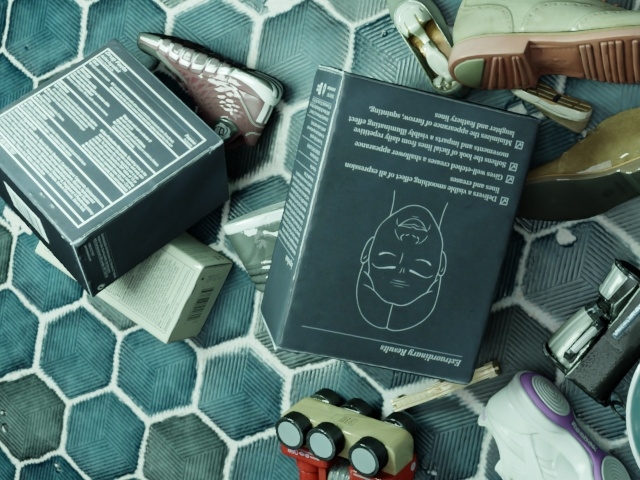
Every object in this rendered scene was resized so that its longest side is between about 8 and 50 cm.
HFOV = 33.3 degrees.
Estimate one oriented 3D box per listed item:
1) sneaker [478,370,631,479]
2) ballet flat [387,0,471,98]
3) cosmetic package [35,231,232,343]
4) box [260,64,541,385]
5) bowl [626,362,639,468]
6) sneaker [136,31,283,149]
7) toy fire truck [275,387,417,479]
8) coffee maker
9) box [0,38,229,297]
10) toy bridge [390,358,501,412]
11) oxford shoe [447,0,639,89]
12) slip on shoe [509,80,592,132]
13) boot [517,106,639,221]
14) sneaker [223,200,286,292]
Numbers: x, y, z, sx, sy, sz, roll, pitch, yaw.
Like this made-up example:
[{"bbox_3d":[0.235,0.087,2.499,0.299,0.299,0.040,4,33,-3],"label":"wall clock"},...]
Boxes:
[{"bbox_3d":[0.358,0.346,1.600,0.152,0.114,0.305,-45,71,33],"label":"sneaker"},{"bbox_3d":[0.165,-0.314,1.657,0.072,0.068,0.213,-35,79,21],"label":"ballet flat"},{"bbox_3d":[-0.326,0.030,1.864,0.309,0.113,0.160,33,105,19],"label":"cosmetic package"},{"bbox_3d":[0.105,-0.027,1.557,0.293,0.212,0.395,12,98,-12],"label":"box"},{"bbox_3d":[0.586,0.233,1.450,0.311,0.163,0.311,1,93,24],"label":"bowl"},{"bbox_3d":[-0.211,-0.240,1.806,0.281,0.106,0.162,26,106,19],"label":"sneaker"},{"bbox_3d":[0.031,0.396,1.717,0.217,0.158,0.246,13,116,32],"label":"toy fire truck"},{"bbox_3d":[0.441,0.142,1.548,0.171,0.120,0.178,37,109,-7],"label":"coffee maker"},{"bbox_3d":[-0.352,-0.121,1.744,0.294,0.183,0.296,-37,66,-20],"label":"box"},{"bbox_3d":[0.194,0.229,1.674,0.188,0.063,0.026,-25,83,23],"label":"toy bridge"},{"bbox_3d":[0.382,-0.312,1.530,0.397,0.140,0.146,0,69,13],"label":"oxford shoe"},{"bbox_3d":[0.340,-0.203,1.602,0.135,0.051,0.041,26,134,22],"label":"slip on shoe"},{"bbox_3d":[0.398,-0.110,1.568,0.305,0.112,0.115,-14,57,28],"label":"boot"},{"bbox_3d":[0.000,0.000,1.737,0.295,0.104,0.147,-15,101,17],"label":"sneaker"}]
